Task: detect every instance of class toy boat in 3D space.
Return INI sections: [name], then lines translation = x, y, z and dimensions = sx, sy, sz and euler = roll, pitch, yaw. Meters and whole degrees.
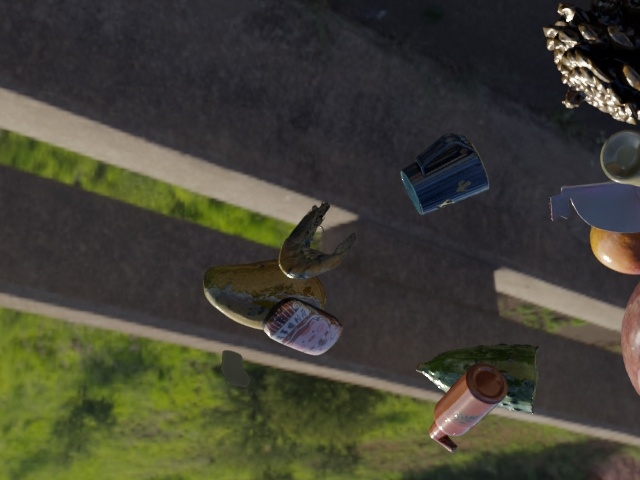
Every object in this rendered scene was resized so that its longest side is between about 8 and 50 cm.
[toy boat]
translation = 0.607, -0.067, 1.616
dimensions = 0.318, 0.072, 0.219
euler = -26, 118, 0

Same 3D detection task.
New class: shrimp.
[shrimp]
translation = 0.000, 0.000, 1.797
dimensions = 0.150, 0.217, 0.051
euler = 8, 142, 25

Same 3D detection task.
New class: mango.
[mango]
translation = -0.139, 0.139, 2.177
dimensions = 0.329, 0.176, 0.176
euler = 4, 123, -35

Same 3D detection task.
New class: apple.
[apple]
translation = 0.758, -0.028, 1.985
dimensions = 0.210, 0.173, 0.235
euler = -12, 135, -26

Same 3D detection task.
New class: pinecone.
[pinecone]
translation = 0.484, -0.306, 1.317
dimensions = 0.257, 0.243, 0.243
euler = -37, 161, -17

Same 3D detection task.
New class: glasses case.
[glasses case]
translation = -0.037, 0.197, 1.904
dimensions = 0.103, 0.067, 0.266
euler = -50, 147, 7

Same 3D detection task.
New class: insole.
[insole]
translation = -0.149, 0.221, 1.461
dimensions = 0.053, 0.002, 0.153
euler = 17, -169, -11

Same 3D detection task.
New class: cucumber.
[cucumber]
translation = 0.313, 0.267, 1.667
dimensions = 0.244, 0.134, 0.134
euler = 5, 157, 14

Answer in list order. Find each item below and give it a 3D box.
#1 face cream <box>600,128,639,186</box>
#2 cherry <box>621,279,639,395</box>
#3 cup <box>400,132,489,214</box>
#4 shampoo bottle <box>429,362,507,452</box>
[face cream]
translation = 0.575, -0.127, 1.374
dimensions = 0.341, 0.137, 0.084
euler = 0, 123, -44
[cherry]
translation = 0.416, 0.100, 0.800
dimensions = 0.235, 0.213, 0.286
euler = 6, 135, -3
[cup]
translation = 0.257, -0.146, 1.780
dimensions = 0.155, 0.131, 0.176
euler = -27, 140, 0
[shampoo bottle]
translation = 0.264, 0.318, 1.574
dimensions = 0.085, 0.086, 0.244
euler = 5, 143, -14
